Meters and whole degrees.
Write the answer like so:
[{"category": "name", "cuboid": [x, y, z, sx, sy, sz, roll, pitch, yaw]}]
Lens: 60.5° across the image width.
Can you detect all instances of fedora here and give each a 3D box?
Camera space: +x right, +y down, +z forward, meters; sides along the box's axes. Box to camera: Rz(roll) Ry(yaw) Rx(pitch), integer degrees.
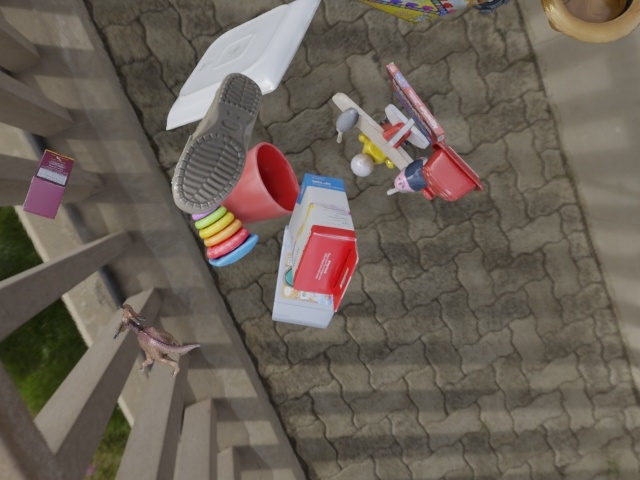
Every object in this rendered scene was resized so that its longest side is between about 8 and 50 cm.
[{"category": "fedora", "cuboid": [0.445, -0.403, 0.919, 0.195, 0.079, 0.194, 1, 81, -5]}]

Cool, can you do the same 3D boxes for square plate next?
[{"category": "square plate", "cuboid": [-0.190, -0.424, 1.283, 0.049, 0.344, 0.347, 50, 45, -37]}]

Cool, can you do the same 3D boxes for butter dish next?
[{"category": "butter dish", "cuboid": [0.295, -0.147, 1.323, 0.118, 0.160, 0.160, -45, 90, 8]}]

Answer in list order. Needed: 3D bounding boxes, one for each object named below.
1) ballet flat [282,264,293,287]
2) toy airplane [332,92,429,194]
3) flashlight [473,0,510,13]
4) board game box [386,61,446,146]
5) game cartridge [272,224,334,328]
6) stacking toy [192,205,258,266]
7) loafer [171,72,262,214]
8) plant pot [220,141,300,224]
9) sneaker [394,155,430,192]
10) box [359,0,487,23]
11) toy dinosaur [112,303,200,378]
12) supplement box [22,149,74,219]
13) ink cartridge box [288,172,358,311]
[{"category": "ballet flat", "cuboid": [-0.016, 0.053, 1.516, 0.213, 0.068, 0.072, -36, 92, -7]}, {"category": "toy airplane", "cuboid": [0.225, -0.337, 1.991, 0.272, 0.386, 0.384, -45, 142, 3]}, {"category": "flashlight", "cuboid": [0.346, -0.536, 1.065, 0.103, 0.103, 0.304, 49, 42, -18]}, {"category": "board game box", "cuboid": [0.282, -0.380, 1.608, 0.027, 0.145, 0.281, -31, 67, 4]}, {"category": "game cartridge", "cuboid": [-0.030, 0.113, 1.664, 0.198, 0.062, 0.297, 9, 95, 8]}, {"category": "stacking toy", "cuboid": [-0.359, -0.073, 1.815, 0.175, 0.166, 0.301, -37, 107, -16]}, {"category": "loafer", "cuboid": [-0.174, -0.157, 0.935, 0.102, 0.092, 0.268, 27, 67, -15]}, {"category": "plant pot", "cuboid": [-0.242, -0.177, 1.952, 0.243, 0.275, 0.274, -22, 101, 24]}, {"category": "sneaker", "cuboid": [0.303, -0.208, 1.780, 0.131, 0.319, 0.112, -20, 88, 11]}, {"category": "box", "cuboid": [0.201, -0.526, 0.830, 0.177, 0.279, 0.289, 2, 92, -39]}, {"category": "toy dinosaur", "cuboid": [-0.502, 0.293, 1.630, 0.127, 0.296, 0.200, -52, 129, -35]}, {"category": "supplement box", "cuboid": [-0.724, -0.152, 1.469, 0.081, 0.188, 0.104, 20, 114, -26]}, {"category": "ink cartridge box", "cuboid": [0.000, 0.000, 0.981, 0.078, 0.231, 0.134, 9, 127, -14]}]
